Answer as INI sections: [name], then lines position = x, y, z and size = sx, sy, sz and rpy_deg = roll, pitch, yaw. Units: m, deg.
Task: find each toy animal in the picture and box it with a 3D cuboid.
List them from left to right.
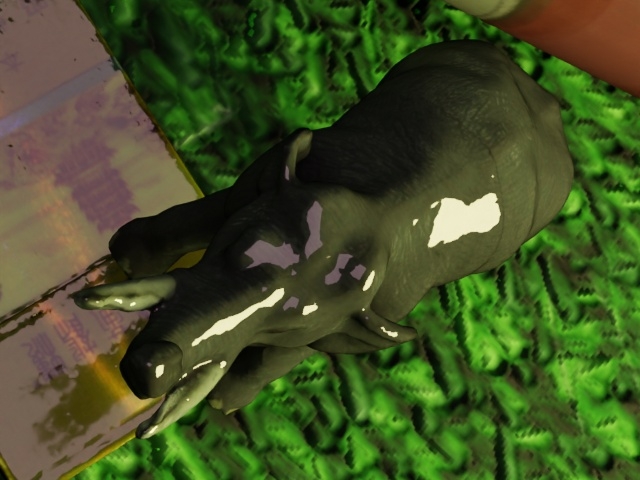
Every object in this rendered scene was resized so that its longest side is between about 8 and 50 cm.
[toy animal]
position = -0.008, 0.004, 0.482
size = 0.269, 0.137, 0.082
rpy_deg = -32, 92, -48

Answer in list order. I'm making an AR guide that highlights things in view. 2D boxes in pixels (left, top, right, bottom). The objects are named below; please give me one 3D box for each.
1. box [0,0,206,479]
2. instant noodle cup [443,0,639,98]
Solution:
[box]
position = -0.113, -0.012, 0.549
size = 0.121, 0.030, 0.193
rpy_deg = -32, 87, -18
[instant noodle cup]
position = 0.139, -0.156, 0.535
size = 0.178, 0.235, 0.234
rpy_deg = 27, 72, -33
